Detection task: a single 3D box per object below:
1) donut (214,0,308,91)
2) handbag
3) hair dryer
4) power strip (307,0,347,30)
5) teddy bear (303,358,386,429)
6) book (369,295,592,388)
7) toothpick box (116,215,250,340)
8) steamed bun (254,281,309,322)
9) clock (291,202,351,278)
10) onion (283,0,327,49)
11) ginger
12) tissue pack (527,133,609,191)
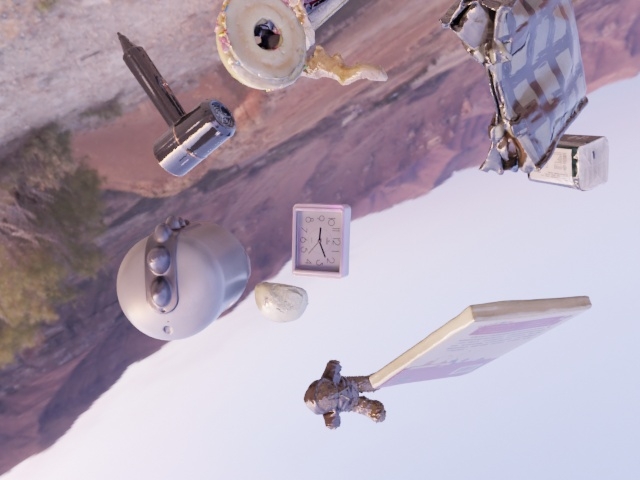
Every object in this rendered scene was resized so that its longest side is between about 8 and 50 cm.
[{"bbox_3d":[-0.102,-0.332,1.023,0.174,0.175,0.068,-32,-170,-34],"label":"donut"},{"bbox_3d":[0.349,-0.316,1.075,0.162,0.325,0.327,-5,-148,36],"label":"handbag"},{"bbox_3d":[-0.355,-0.343,1.398,0.189,0.352,0.107,-32,-177,24],"label":"hair dryer"},{"bbox_3d":[-0.045,-0.618,1.488,0.213,0.198,0.064,-37,-160,16],"label":"power strip"},{"bbox_3d":[0.037,0.271,1.076,0.160,0.120,0.078,9,170,-33],"label":"teddy bear"},{"bbox_3d":[0.175,0.121,0.707,0.162,0.022,0.232,-3,152,-25],"label":"book"},{"bbox_3d":[-0.268,0.064,1.190,0.229,0.229,0.316,-29,-177,6],"label":"toothpick box"},{"bbox_3d":[-0.096,0.150,1.447,0.129,0.091,0.112,13,170,-26],"label":"steamed bun"},{"bbox_3d":[0.000,0.000,1.626,0.150,0.197,0.063,3,-175,18],"label":"clock"},{"bbox_3d":[-0.075,-0.591,1.206,0.256,0.272,0.230,-49,157,12],"label":"onion"},{"bbox_3d":[0.029,-0.435,1.515,0.287,0.089,0.075,14,-167,25],"label":"ginger"},{"bbox_3d":[0.520,-0.170,1.291,0.090,0.103,0.170,-14,-163,-14],"label":"tissue pack"}]
